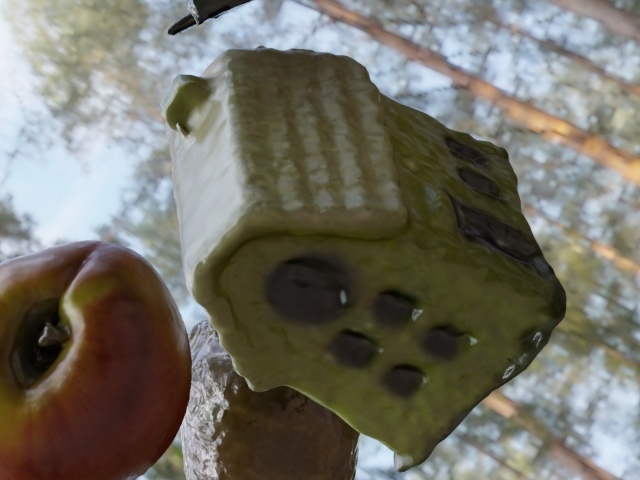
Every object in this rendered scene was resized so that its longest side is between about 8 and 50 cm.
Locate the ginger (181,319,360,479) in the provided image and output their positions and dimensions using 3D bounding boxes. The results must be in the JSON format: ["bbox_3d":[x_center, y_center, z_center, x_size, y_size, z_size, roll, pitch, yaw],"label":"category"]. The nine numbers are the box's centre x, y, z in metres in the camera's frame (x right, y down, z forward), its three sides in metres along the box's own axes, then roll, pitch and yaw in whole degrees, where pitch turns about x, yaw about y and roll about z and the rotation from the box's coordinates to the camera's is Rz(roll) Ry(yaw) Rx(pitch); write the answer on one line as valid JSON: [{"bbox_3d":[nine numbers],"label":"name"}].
[{"bbox_3d":[-0.057,0.206,1.839,0.223,0.200,0.269,60,-148,-48],"label":"ginger"}]

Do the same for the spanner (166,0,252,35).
[{"bbox_3d":[0.020,-0.204,1.097,0.316,0.087,0.024,-35,-84,-37],"label":"spanner"}]

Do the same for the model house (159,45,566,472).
[{"bbox_3d":[0.000,0.000,1.023,0.234,0.193,0.175,24,-59,-24],"label":"model house"}]

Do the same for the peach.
[{"bbox_3d":[-0.240,0.129,1.566,0.281,0.238,0.281,-60,-14,-24],"label":"peach"}]
